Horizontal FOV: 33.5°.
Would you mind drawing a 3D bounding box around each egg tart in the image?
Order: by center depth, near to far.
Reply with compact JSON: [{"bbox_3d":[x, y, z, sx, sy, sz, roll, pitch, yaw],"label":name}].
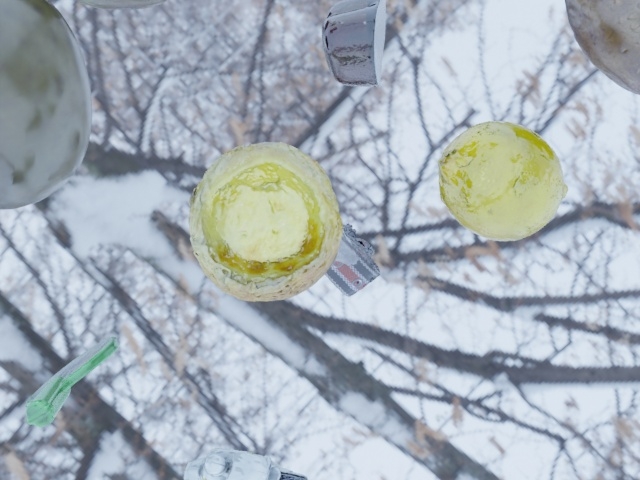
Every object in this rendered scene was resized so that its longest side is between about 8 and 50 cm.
[{"bbox_3d":[-0.072,-0.021,1.397,0.212,0.212,0.090,-48,176,-7],"label":"egg tart"}]

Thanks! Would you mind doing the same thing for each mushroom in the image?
[{"bbox_3d":[0.542,-0.406,1.669,0.345,0.345,0.239,-56,-176,-25],"label":"mushroom"}]

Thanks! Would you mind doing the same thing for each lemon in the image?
[{"bbox_3d":[0.254,-0.086,1.518,0.173,0.206,0.173,-24,-121,48],"label":"lemon"}]

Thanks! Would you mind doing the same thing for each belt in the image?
[{"bbox_3d":[0.000,0.000,1.978,0.094,0.359,0.126,-36,-120,13],"label":"belt"}]

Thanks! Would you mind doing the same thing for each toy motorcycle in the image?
[{"bbox_3d":[-0.118,0.344,1.550,0.229,0.151,0.074,-11,-120,49],"label":"toy motorcycle"}]

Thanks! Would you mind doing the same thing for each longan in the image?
[{"bbox_3d":[-0.509,-0.219,1.583,0.361,0.361,0.361,-36,-156,19],"label":"longan"}]

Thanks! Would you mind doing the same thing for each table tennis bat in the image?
[{"bbox_3d":[-0.370,0.205,1.532,0.160,0.039,0.257,-34,-170,9],"label":"table tennis bat"}]

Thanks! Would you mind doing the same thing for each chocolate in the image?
[{"bbox_3d":[0.044,-0.271,1.443,0.080,0.125,0.148,3,-144,7],"label":"chocolate"}]

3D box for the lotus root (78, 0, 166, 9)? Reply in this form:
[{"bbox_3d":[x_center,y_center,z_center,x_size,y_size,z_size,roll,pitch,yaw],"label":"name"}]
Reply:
[{"bbox_3d":[-0.408,-0.538,2.205,0.124,0.241,0.123,54,-41,48],"label":"lotus root"}]
